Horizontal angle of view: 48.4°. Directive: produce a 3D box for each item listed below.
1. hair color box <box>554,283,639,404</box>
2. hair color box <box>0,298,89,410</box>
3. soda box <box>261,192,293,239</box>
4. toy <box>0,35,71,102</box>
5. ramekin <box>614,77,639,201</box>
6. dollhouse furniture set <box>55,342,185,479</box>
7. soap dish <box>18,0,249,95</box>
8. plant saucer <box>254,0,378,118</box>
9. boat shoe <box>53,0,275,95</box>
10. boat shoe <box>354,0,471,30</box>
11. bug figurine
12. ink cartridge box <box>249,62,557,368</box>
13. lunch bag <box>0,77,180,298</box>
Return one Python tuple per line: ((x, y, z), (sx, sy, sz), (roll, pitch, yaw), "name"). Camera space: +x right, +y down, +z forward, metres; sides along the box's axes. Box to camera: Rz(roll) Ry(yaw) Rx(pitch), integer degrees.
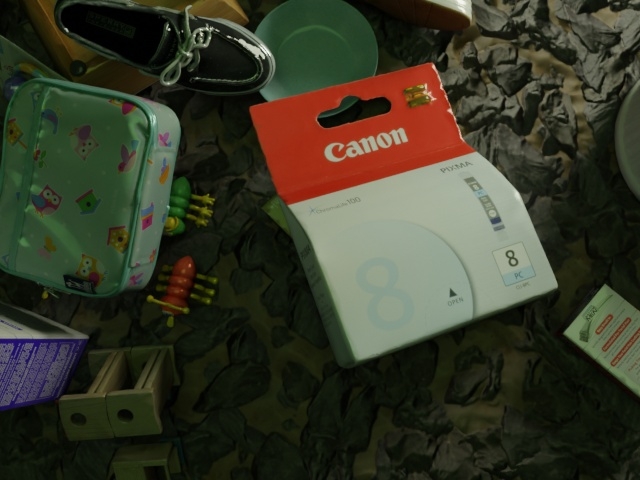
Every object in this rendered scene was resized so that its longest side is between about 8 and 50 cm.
((0.421, 0.148, 0.977), (0.167, 0.053, 0.093), (41, 87, 7), "hair color box")
((-0.451, 0.133, 0.892), (0.185, 0.339, 0.110), (21, 83, 7), "hair color box")
((0.000, 0.000, 1.023), (0.058, 0.061, 0.181), (-44, 81, -3), "soda box")
((-0.399, -0.192, 1.039), (0.237, 0.137, 0.056), (30, 57, 6), "toy")
((0.558, -0.150, 0.976), (0.272, 0.127, 0.273), (-1, 81, 4), "ramekin")
((-0.264, 0.259, 0.990), (0.128, 0.129, 0.184), (-5, 111, 4), "dollhouse furniture set")
((-0.290, -0.353, 1.069), (0.290, 0.118, 0.229), (-32, 81, 0), "soap dish")
((-0.010, -0.272, 1.078), (0.194, 0.037, 0.195), (-1, 81, 4), "plant saucer")
((-0.200, -0.265, 0.962), (0.306, 0.105, 0.113), (19, 108, -24), "boat shoe")
((0.105, -0.398, 1.059), (0.277, 0.098, 0.096), (24, 84, 8), "boat shoe")
((-0.283, 0.000, 1.037), (0.278, 0.072, 0.216), (12, 82, 6), "bug figurine")
((0.108, -0.058, 0.968), (0.308, 0.091, 0.385), (-17, 81, -17), "ink cartridge box")
((-0.319, -0.064, 0.942), (0.224, 0.108, 0.279), (14, 97, 8), "lunch bag")
